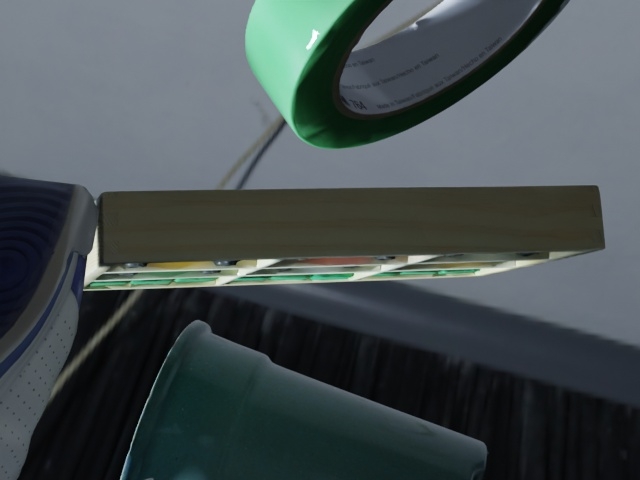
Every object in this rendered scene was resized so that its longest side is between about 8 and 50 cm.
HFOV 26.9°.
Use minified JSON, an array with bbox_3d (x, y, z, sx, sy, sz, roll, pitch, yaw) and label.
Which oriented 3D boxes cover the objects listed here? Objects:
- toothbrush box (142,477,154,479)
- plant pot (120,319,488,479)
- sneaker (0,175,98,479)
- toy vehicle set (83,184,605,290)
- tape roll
[{"bbox_3d":[-0.233,0.326,0.980,0.296,0.126,0.216,-14,98,-10],"label":"toothbrush box"},{"bbox_3d":[-0.016,0.289,1.397,0.334,0.341,0.341,14,133,5],"label":"plant pot"},{"bbox_3d":[-0.191,0.131,0.604,0.128,0.315,0.182,10,151,6],"label":"sneaker"},{"bbox_3d":[0.000,0.000,0.752,0.267,0.035,0.166,-2,174,-16],"label":"toy vehicle set"},{"bbox_3d":[0.091,-0.208,1.136,0.077,0.321,0.321,56,134,20],"label":"tape roll"}]
